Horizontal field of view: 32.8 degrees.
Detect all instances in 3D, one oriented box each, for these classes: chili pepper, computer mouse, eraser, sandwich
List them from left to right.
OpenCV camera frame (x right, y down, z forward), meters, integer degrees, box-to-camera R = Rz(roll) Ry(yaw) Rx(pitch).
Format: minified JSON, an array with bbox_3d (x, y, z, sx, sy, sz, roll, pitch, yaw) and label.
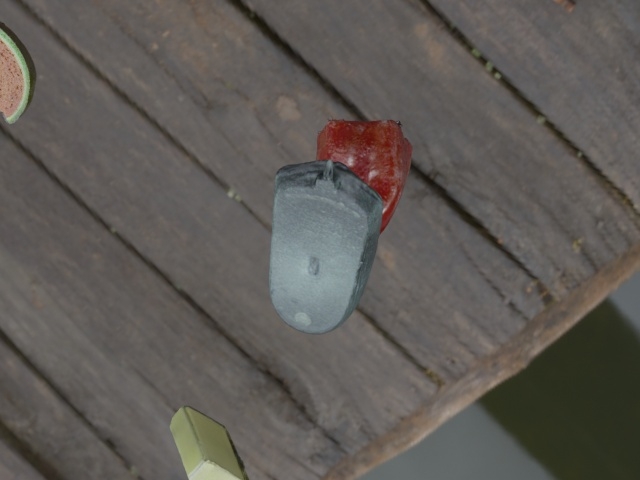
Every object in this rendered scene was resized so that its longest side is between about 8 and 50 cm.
[{"bbox_3d":[-0.365,-0.201,1.257,0.067,0.029,0.135,-7,120,10],"label":"sandwich"},{"bbox_3d":[-0.203,0.385,1.967,0.117,0.172,0.058,37,100,-34],"label":"eraser"},{"bbox_3d":[0.001,-0.002,1.102,0.113,0.068,0.229,16,129,7],"label":"computer mouse"},{"bbox_3d":[0.062,-0.071,1.632,0.144,0.252,0.136,19,142,-18],"label":"chili pepper"}]
